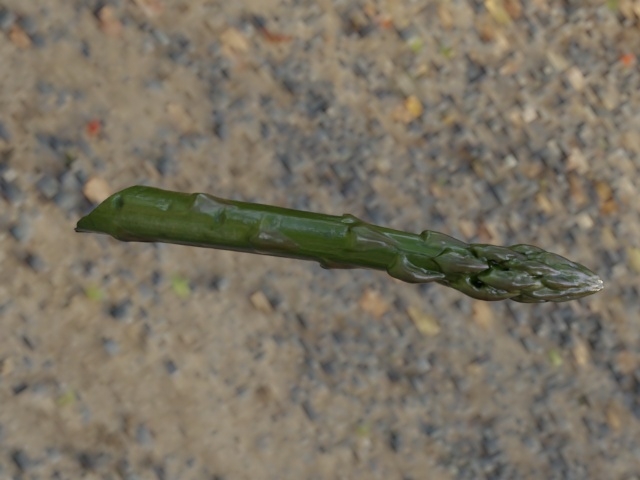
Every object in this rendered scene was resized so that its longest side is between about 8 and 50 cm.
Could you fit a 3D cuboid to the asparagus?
[{"bbox_3d":[0.000,0.001,0.717,0.034,0.236,0.027,24,76,-70],"label":"asparagus"}]
